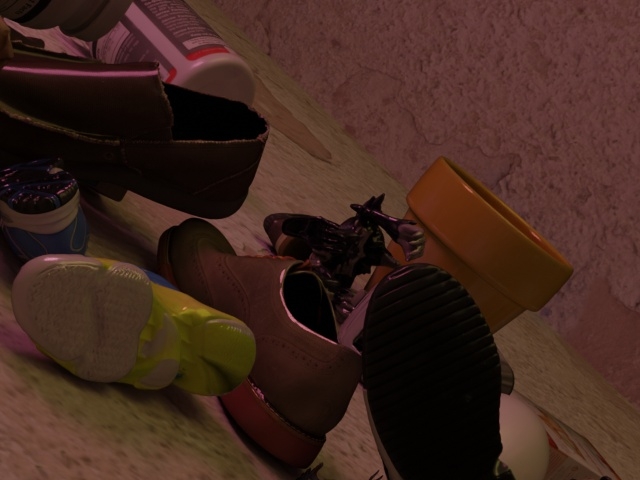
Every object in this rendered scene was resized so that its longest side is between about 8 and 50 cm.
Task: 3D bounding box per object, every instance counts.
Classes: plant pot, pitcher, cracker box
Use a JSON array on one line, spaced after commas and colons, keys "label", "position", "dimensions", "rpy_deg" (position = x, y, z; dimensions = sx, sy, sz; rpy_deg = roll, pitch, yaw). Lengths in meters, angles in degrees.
[{"label": "plant pot", "position": [0.189, 0.048, 1.884], "dimensions": [0.254, 0.239, 0.254], "rpy_deg": [40, 11, -9]}, {"label": "pitcher", "position": [0.175, 0.252, 1.355], "dimensions": [0.178, 0.125, 0.207], "rpy_deg": [62, 23, 3]}, {"label": "cracker box", "position": [0.313, 0.290, 1.797], "dimensions": [0.232, 0.067, 0.156], "rpy_deg": [34, 12, -32]}]

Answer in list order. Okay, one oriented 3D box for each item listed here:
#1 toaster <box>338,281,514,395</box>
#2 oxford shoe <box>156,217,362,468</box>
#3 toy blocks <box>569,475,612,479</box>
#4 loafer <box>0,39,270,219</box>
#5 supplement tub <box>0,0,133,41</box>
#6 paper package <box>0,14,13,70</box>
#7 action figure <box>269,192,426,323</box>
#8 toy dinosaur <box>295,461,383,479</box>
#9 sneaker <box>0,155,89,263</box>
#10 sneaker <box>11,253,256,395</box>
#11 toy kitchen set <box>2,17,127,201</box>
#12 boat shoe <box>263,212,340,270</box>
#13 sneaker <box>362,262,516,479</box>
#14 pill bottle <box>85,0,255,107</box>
[{"label": "toaster", "position": [0.125, 0.144, 1.564], "dimensions": [0.227, 0.129, 0.146], "rpy_deg": [49, 17, 30]}, {"label": "oxford shoe", "position": [-0.050, 0.062, 1.239], "dimensions": [0.123, 0.130, 0.348], "rpy_deg": [32, 13, -40]}, {"label": "toy blocks", "position": [0.482, 0.422, 1.549], "dimensions": [0.309, 0.260, 0.288], "rpy_deg": [3, 1, -35]}, {"label": "loafer", "position": [-0.201, -0.133, 1.256], "dimensions": [0.366, 0.130, 0.134], "rpy_deg": [14, 42, -38]}, {"label": "supplement tub", "position": [-0.325, -0.330, 1.342], "dimensions": [0.272, 0.191, 0.191], "rpy_deg": [21, 20, -34]}, {"label": "paper package", "position": [-0.432, -0.234, 0.999], "dimensions": [0.309, 0.168, 0.325], "rpy_deg": [32, 14, -43]}, {"label": "action figure", "position": [0.044, 0.028, 1.699], "dimensions": [0.141, 0.164, 0.275], "rpy_deg": [34, 16, 22]}, {"label": "toy dinosaur", "position": [0.014, 0.225, 1.107], "dimensions": [0.082, 0.047, 0.090], "rpy_deg": [49, 43, -2]}, {"label": "sneaker", "position": [-0.240, -0.020, 1.107], "dimensions": [0.211, 0.080, 0.081], "rpy_deg": [-138, -146, -69]}, {"label": "sneaker", "position": [-0.164, 0.058, 1.032], "dimensions": [0.126, 0.091, 0.240], "rpy_deg": [26, -4, 44]}, {"label": "toy kitchen set", "position": [-0.290, -0.148, 1.410], "dimensions": [0.166, 0.122, 0.207], "rpy_deg": [33, -7, -37]}, {"label": "boat shoe", "position": [-0.001, 0.001, 1.840], "dimensions": [0.073, 0.080, 0.223], "rpy_deg": [52, 18, 27]}, {"label": "sneaker", "position": [0.095, 0.171, 1.148], "dimensions": [0.146, 0.122, 0.330], "rpy_deg": [-152, -135, -70]}, {"label": "pill bottle", "position": [-0.234, -0.271, 1.911], "dimensions": [0.283, 0.161, 0.161], "rpy_deg": [48, 12, 32]}]
